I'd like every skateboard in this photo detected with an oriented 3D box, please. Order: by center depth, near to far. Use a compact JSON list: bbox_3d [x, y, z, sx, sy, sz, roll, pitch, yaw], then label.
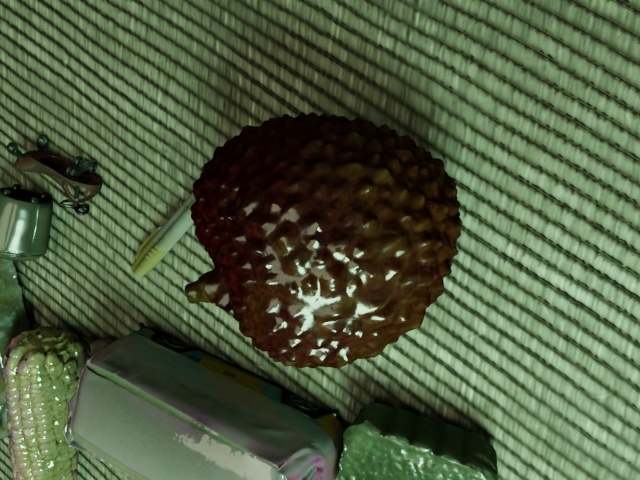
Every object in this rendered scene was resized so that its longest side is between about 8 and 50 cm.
[{"bbox_3d":[-0.404,-0.098,0.832,0.151,0.067,0.080,25,117,12],"label":"skateboard"}]

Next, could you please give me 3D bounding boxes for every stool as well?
[{"bbox_3d":[-0.475,-0.027,0.852,0.096,0.096,0.110,21,101,17],"label":"stool"}]

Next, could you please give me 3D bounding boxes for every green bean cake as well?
[{"bbox_3d":[0.112,0.312,0.675,0.184,0.094,0.184,13,106,15],"label":"green bean cake"}]

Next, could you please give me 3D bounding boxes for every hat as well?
[{"bbox_3d":[-0.355,0.178,0.877,0.087,0.042,0.058,-14,92,58],"label":"hat"}]

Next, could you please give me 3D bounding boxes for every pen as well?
[{"bbox_3d":[-0.204,-0.029,0.778,0.233,0.032,0.040,-44,59,21],"label":"pen"}]

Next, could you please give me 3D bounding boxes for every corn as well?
[{"bbox_3d":[-0.459,0.302,0.893,0.126,0.126,0.335,16,107,18],"label":"corn"}]

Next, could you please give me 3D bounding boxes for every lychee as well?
[{"bbox_3d":[0.000,0.000,0.574,0.304,0.276,0.276,-26,90,-1],"label":"lychee"}]

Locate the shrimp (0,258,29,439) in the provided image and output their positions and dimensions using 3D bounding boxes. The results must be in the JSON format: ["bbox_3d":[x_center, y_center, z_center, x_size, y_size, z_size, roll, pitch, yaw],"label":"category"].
[{"bbox_3d":[-0.601,0.135,0.903,0.221,0.110,0.446,0,97,-9],"label":"shrimp"}]

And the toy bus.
[{"bbox_3d":[-0.158,0.272,0.745,0.386,0.162,0.171,19,106,17],"label":"toy bus"}]
